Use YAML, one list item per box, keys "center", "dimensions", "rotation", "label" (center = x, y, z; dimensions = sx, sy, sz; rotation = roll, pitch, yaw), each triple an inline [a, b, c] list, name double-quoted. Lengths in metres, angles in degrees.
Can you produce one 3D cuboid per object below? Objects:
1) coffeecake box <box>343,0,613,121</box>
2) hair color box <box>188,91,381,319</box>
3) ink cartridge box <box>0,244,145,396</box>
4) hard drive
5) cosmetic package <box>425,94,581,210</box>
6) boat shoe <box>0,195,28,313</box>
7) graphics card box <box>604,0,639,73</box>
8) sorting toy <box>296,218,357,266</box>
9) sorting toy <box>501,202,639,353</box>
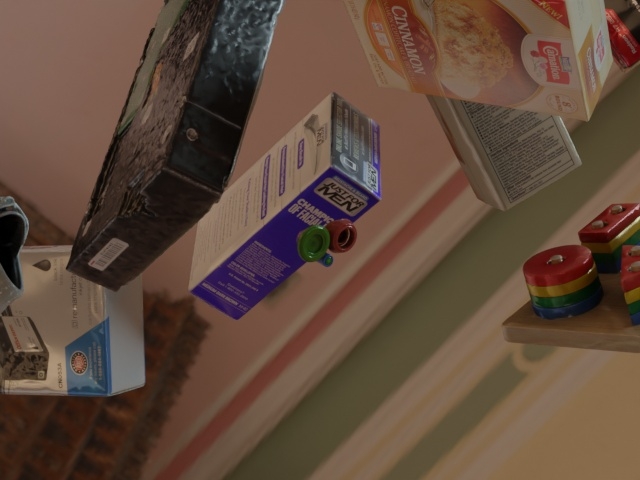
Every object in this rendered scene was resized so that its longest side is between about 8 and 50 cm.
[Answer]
- center: [0.121, -0.173, 0.974]
  dimensions: [0.185, 0.142, 0.068]
  rotation: [13, -117, 26]
  label: "coffeecake box"
- center: [-0.056, -0.049, 1.938]
  dimensions: [0.339, 0.110, 0.185]
  rotation: [-41, -151, 32]
  label: "hair color box"
- center: [-0.437, 0.121, 1.947]
  dimensions: [0.307, 0.223, 0.129]
  rotation: [-1, -177, 19]
  label: "ink cartridge box"
- center: [-0.117, -0.142, 1.138]
  dimensions: [0.237, 0.064, 0.339]
  rotation: [-37, -146, 52]
  label: "hard drive"
- center: [0.257, -0.214, 1.928]
  dimensions: [0.153, 0.296, 0.129]
  rotation: [-29, -163, -7]
  label: "cosmetic package"
- center: [-0.328, 0.000, 1.266]
  dimensions: [0.081, 0.079, 0.227]
  rotation: [-29, -143, 6]
  label: "boat shoe"
- center: [0.477, -0.419, 1.637]
  dimensions: [0.371, 0.233, 0.094]
  rotation: [-38, 174, 10]
  label: "graphics card box"
- center: [0.000, 0.000, 1.671]
  dimensions: [0.042, 0.102, 0.061]
  rotation: [27, -63, 46]
  label: "sorting toy"
- center: [0.387, 0.035, 1.562]
  dimensions: [0.257, 0.089, 0.255]
  rotation: [1, -154, 46]
  label: "sorting toy"
